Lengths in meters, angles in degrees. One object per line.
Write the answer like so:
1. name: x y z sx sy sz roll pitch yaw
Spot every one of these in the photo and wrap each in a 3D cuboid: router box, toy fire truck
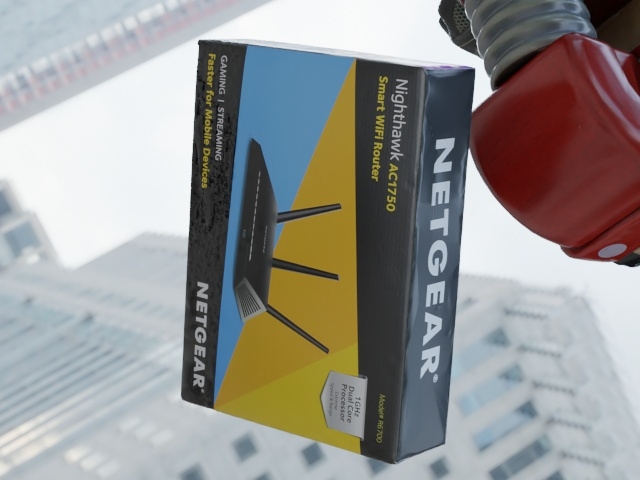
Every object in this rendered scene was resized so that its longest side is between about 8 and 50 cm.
1. router box: 0.000 0.000 0.760 0.133 0.046 0.179 11 -77 37
2. toy fire truck: 0.106 -0.118 0.772 0.158 0.246 0.217 -39 -126 43

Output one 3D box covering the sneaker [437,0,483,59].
1. sneaker: 0.149 -0.257 1.311 0.130 0.228 0.087 17 0 6
